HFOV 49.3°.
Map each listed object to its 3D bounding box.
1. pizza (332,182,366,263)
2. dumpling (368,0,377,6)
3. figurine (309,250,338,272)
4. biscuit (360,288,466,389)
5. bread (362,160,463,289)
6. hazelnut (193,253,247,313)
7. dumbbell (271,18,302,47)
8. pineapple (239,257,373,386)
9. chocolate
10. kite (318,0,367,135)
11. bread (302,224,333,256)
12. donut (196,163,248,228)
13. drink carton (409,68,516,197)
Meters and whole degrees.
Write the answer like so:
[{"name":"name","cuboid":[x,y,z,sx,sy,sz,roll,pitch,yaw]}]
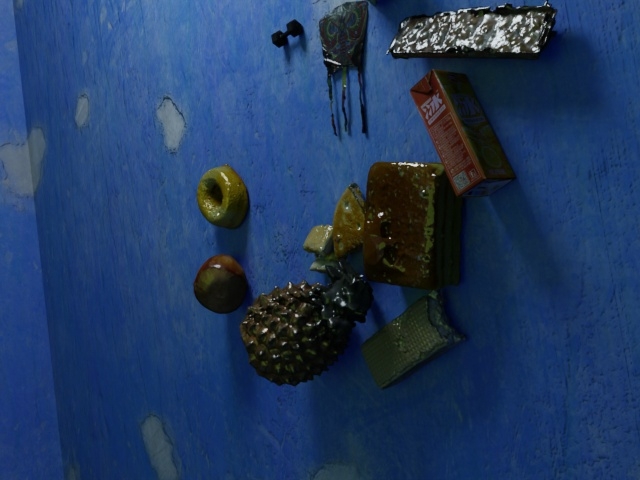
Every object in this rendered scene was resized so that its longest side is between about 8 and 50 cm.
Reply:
[{"name":"pizza","cuboid":[0.077,-0.033,1.466,0.130,0.041,0.178,3,94,46]},{"name":"dumpling","cuboid":[0.067,-0.545,1.373,0.217,0.104,0.149,-112,28,-73]},{"name":"figurine","cuboid":[0.013,0.047,1.549,0.083,0.047,0.051,-2,82,44]},{"name":"biscuit","cuboid":[0.173,0.197,1.362,0.239,0.061,0.108,-45,61,40]},{"name":"bread","cuboid":[0.169,-0.031,1.310,0.184,0.110,0.234,7,98,48]},{"name":"hazelnut","cuboid":[-0.253,0.111,1.803,0.150,0.150,0.151,5,97,48]},{"name":"dumbbell","cuboid":[-0.077,-0.478,1.611,0.083,0.040,0.036,-17,50,48]},{"name":"pineapple","cuboid":[0.000,0.156,1.462,0.357,0.222,0.223,-38,65,37]},{"name":"chocolate","cuboid":[0.259,-0.353,1.215,0.329,0.065,0.102,15,72,48]},{"name":"kite","cuboid":[0.051,-0.364,1.489,0.152,0.015,0.286,-5,89,49]},{"name":"bread","cuboid":[0.000,0.000,1.545,0.083,0.035,0.070,4,62,49]},{"name":"donut","cuboid":[-0.262,-0.112,1.830,0.178,0.065,0.162,38,120,41]},{"name":"drink carton","cuboid":[0.246,-0.187,1.220,0.071,0.096,0.223,-38,66,44]}]
